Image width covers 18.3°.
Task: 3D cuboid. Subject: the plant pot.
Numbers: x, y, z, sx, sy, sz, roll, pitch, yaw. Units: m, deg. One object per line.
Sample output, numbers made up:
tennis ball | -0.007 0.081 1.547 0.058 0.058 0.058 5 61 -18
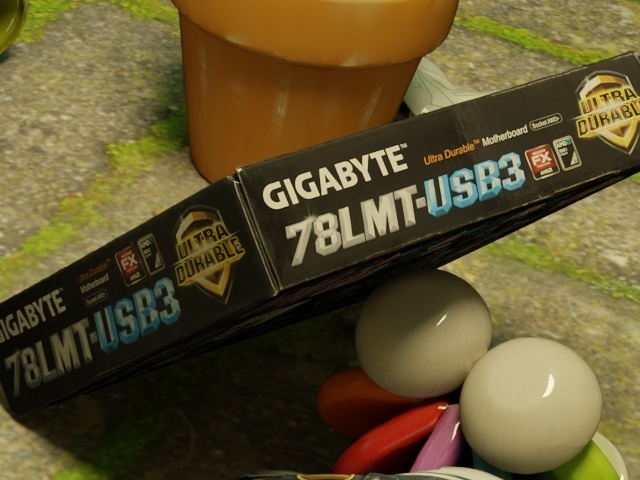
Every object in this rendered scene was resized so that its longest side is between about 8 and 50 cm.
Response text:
plant pot | -0.016 -0.134 1.387 0.205 0.188 0.205 8 33 -5

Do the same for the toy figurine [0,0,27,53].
toy figurine | -0.410 -0.216 1.404 0.362 0.191 0.217 -14 35 -36

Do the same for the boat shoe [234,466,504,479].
boat shoe | 0.014 0.152 1.010 0.183 0.065 0.083 -2 2 30

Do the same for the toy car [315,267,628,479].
toy car | 0.075 0.115 1.090 0.182 0.159 0.136 34 73 31

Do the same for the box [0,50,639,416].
box | 0.000 0.000 1.117 0.293 0.295 0.073 -19 85 -37

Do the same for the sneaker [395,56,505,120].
sneaker | 0.101 -0.089 1.492 0.152 0.054 0.061 23 42 29
